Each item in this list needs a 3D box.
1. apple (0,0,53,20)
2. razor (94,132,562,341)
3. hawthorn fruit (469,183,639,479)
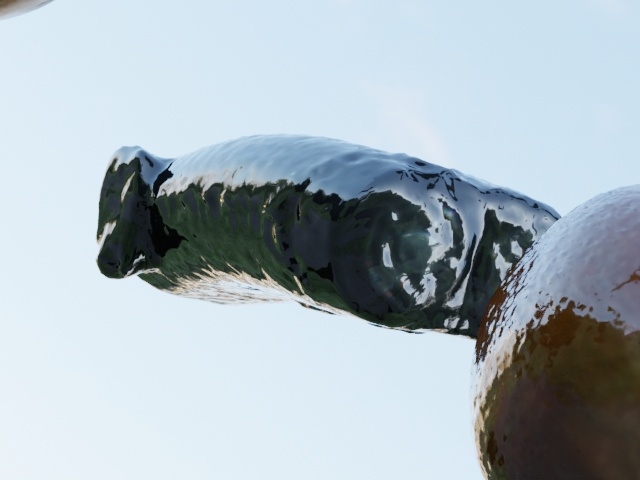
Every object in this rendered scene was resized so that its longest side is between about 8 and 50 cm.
[{"bbox_3d":[-0.150,-0.182,0.768,0.188,0.188,0.174,47,0,-28],"label":"apple"},{"bbox_3d":[0.000,-0.004,1.200,0.189,0.107,0.327,14,-5,-34],"label":"razor"},{"bbox_3d":[0.152,0.059,0.870,0.199,0.199,0.251,44,13,-22],"label":"hawthorn fruit"}]
